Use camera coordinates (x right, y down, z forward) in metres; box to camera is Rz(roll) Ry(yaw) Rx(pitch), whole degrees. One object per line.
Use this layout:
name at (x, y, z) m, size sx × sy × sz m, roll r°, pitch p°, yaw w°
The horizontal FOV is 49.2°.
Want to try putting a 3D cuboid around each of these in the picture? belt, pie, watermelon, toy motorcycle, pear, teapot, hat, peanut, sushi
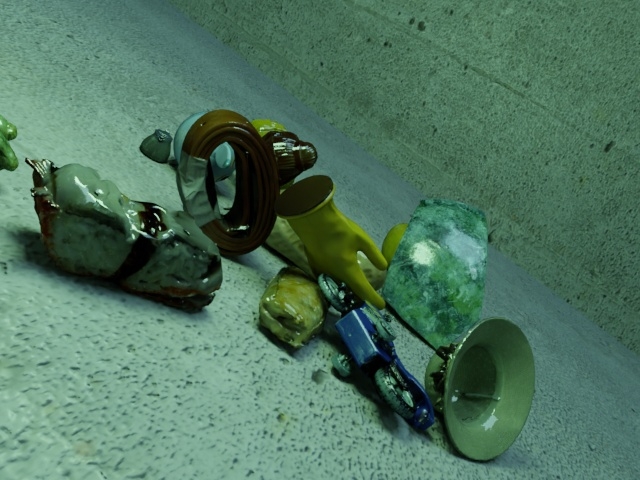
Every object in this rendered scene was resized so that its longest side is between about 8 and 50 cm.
belt at (-0.171, -0.104, 1.288) m, size 0.184 × 0.261 × 0.105 m, roll -8°, pitch 30°, yaw -19°
pie at (-0.038, 0.109, 1.266) m, size 0.129 × 0.068 × 0.282 m, roll 37°, pitch 12°, yaw 1°
watermelon at (0.277, 0.093, 1.695) m, size 0.228 × 0.387 × 0.258 m, roll 14°, pitch -28°, yaw 7°
toy motorcycle at (0.097, 0.190, 1.234) m, size 0.169 × 0.113 × 0.315 m, roll 33°, pitch 21°, yaw -55°
pear at (0.234, 0.029, 1.860) m, size 0.149 × 0.149 × 0.162 m, roll 29°, pitch 25°, yaw -20°
teapot at (-0.354, -0.213, 1.538) m, size 0.066 × 0.057 × 0.088 m, roll 33°, pitch 17°, yaw -11°
hat at (0.268, 0.263, 1.288) m, size 0.257 × 0.257 × 0.130 m, roll 22°, pitch -13°, yaw -37°
peanut at (0.000, 0.000, 1.486) m, size 0.325 × 0.153 × 0.140 m, roll 31°, pitch 21°, yaw 8°
sushi at (-0.276, -0.005, 1.004) m, size 0.332 × 0.130 × 0.124 m, roll 24°, pitch 20°, yaw -36°

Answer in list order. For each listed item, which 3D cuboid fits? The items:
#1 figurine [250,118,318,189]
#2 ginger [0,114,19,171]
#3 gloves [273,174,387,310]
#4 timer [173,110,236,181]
figurine at (-0.112, -0.186, 1.579) m, size 0.168 × 0.187 × 0.315 m, roll 16°, pitch 4°, yaw -10°
ginger at (-0.501, -0.124, 0.970) m, size 0.137 × 0.089 × 0.290 m, roll 39°, pitch 14°, yaw -17°
gloves at (0.030, 0.027, 1.323) m, size 0.133 × 0.116 × 0.294 m, roll 17°, pitch -36°, yaw 51°
timer at (-0.225, -0.175, 1.521) m, size 0.175 × 0.175 × 0.255 m, roll 18°, pitch 30°, yaw -45°
